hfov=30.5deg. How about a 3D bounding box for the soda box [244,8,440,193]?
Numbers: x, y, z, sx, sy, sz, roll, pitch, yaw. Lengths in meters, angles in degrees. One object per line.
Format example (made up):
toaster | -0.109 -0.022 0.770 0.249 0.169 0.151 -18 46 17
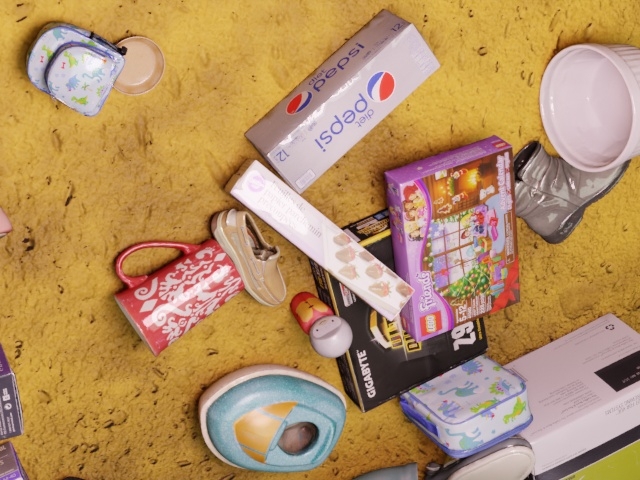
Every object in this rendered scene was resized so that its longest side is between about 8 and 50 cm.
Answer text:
soda box | 0.032 -0.206 1.727 0.286 0.098 0.091 -43 124 -2

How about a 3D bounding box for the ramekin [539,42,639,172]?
ramekin | 0.462 -0.220 1.883 0.109 0.207 0.207 -16 121 -30

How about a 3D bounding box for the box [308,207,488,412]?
box | 0.135 0.099 1.952 0.257 0.079 0.322 -25 123 -17

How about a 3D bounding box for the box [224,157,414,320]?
box | 0.000 0.000 1.769 0.324 0.067 0.063 39 85 -17

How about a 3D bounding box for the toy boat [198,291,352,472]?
toy boat | -0.049 0.243 1.886 0.267 0.148 0.318 12 109 -31

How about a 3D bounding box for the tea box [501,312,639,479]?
tea box | 0.483 0.368 2.182 0.329 0.220 0.323 -22 122 -15

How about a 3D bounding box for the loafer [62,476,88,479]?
loafer | -0.342 0.446 1.893 0.220 0.080 0.078 31 108 -30

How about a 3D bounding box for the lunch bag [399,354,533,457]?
lunch bag | 0.240 0.275 2.009 0.176 0.219 0.090 -23 114 -19

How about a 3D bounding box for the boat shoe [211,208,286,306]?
boat shoe | -0.093 0.029 1.788 0.072 0.068 0.190 -10 133 29

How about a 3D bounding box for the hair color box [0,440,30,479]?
hair color box | -0.495 0.495 1.813 0.185 0.110 0.339 -25 122 -13

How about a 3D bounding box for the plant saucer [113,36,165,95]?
plant saucer | -0.255 -0.241 1.612 0.083 0.015 0.083 -11 120 -21

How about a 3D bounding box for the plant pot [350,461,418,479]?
plant pot | 0.082 0.541 2.052 0.196 0.293 0.293 -4 120 4

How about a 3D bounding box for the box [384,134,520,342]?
box | 0.214 0.000 1.861 0.201 0.057 0.293 -19 122 -17

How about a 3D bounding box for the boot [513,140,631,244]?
boot | 0.411 -0.122 1.982 0.161 0.083 0.246 35 94 -30

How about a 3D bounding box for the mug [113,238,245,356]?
mug | -0.212 0.068 1.738 0.169 0.113 0.150 -34 127 -12

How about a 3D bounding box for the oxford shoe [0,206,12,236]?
oxford shoe | -0.608 -0.011 1.505 0.397 0.140 0.146 -19 91 -12

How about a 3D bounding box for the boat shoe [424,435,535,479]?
boat shoe | 0.269 0.393 2.067 0.116 0.099 0.319 12 147 -18

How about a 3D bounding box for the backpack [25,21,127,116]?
backpack | -0.324 -0.227 1.535 0.114 0.084 0.105 27 103 -22

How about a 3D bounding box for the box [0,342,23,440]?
box | -0.532 0.213 1.619 0.207 0.153 0.108 -13 120 -22
